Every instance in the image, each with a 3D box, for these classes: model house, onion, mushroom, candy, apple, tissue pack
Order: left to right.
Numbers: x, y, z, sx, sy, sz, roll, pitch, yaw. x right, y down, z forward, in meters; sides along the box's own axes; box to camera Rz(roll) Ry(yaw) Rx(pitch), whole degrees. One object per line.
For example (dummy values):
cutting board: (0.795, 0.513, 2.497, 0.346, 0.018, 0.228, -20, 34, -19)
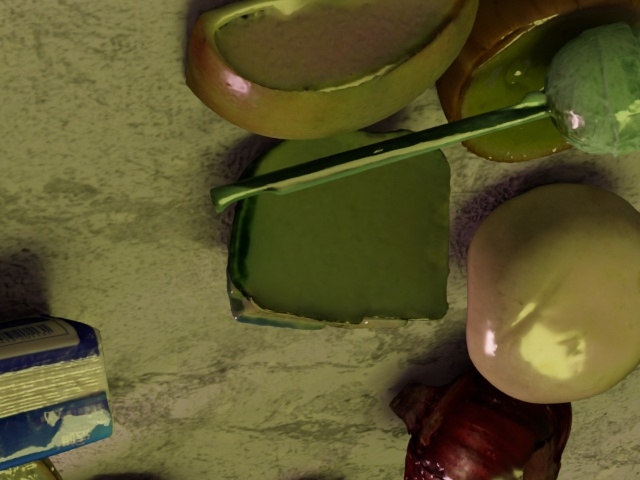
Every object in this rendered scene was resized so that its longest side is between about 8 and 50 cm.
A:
tissue pack: (-0.345, 0.158, 1.755, 0.270, 0.137, 0.209, -11, -176, -23)
model house: (0.000, 0.000, 1.828, 0.214, 0.195, 0.189, 2, 167, -14)
apple: (0.020, -0.150, 1.638, 0.265, 0.120, 0.193, -17, 159, -8)
candy: (0.114, -0.098, 1.686, 0.440, 0.119, 0.119, -14, 148, -1)
onion: (0.183, 0.241, 2.255, 0.252, 0.219, 0.252, -58, 175, -8)
mushroom: (0.249, 0.056, 2.036, 0.246, 0.202, 0.246, -5, 99, -33)

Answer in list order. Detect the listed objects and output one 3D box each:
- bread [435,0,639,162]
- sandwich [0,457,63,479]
bread: (0.217, -0.168, 1.783, 0.236, 0.070, 0.236, -17, 146, -12)
sandwich: (-0.391, 0.344, 1.990, 0.273, 0.249, 0.095, -14, -174, -16)
